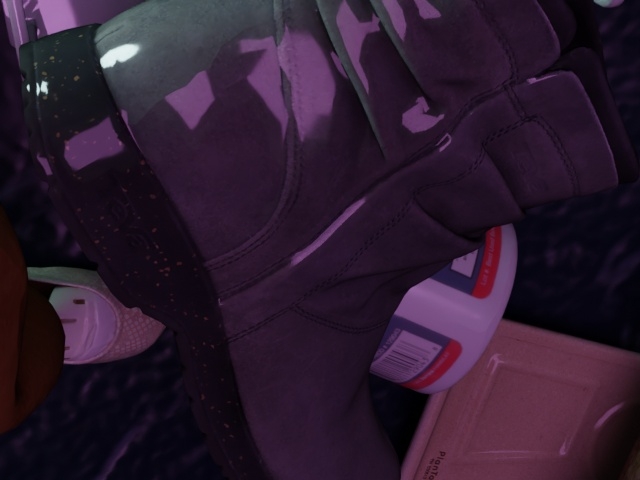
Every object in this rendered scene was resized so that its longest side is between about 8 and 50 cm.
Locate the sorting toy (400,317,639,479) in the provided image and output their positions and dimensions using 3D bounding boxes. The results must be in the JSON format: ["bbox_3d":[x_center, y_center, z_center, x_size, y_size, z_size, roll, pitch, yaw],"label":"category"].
[{"bbox_3d":[0.137,0.145,0.975,0.208,0.038,0.193,13,109,-20],"label":"sorting toy"}]

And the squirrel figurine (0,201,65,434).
[{"bbox_3d":[-0.245,-0.098,0.620,0.281,0.397,0.371,4,98,-2],"label":"squirrel figurine"}]

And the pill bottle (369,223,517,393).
[{"bbox_3d":[0.000,0.000,0.849,0.180,0.108,0.108,24,105,-18],"label":"pill bottle"}]

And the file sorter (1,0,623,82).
[{"bbox_3d":[-0.020,-0.183,0.737,0.277,0.173,0.193,-10,112,-6],"label":"file sorter"}]

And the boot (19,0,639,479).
[{"bbox_3d":[0.038,0.005,0.711,0.222,0.118,0.338,-22,138,6],"label":"boot"}]

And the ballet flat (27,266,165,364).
[{"bbox_3d":[-0.161,0.041,0.865,0.168,0.052,0.057,9,109,-14],"label":"ballet flat"}]

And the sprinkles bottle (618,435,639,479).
[{"bbox_3d":[0.249,0.076,0.892,0.121,0.121,0.355,23,97,-18],"label":"sprinkles bottle"}]
